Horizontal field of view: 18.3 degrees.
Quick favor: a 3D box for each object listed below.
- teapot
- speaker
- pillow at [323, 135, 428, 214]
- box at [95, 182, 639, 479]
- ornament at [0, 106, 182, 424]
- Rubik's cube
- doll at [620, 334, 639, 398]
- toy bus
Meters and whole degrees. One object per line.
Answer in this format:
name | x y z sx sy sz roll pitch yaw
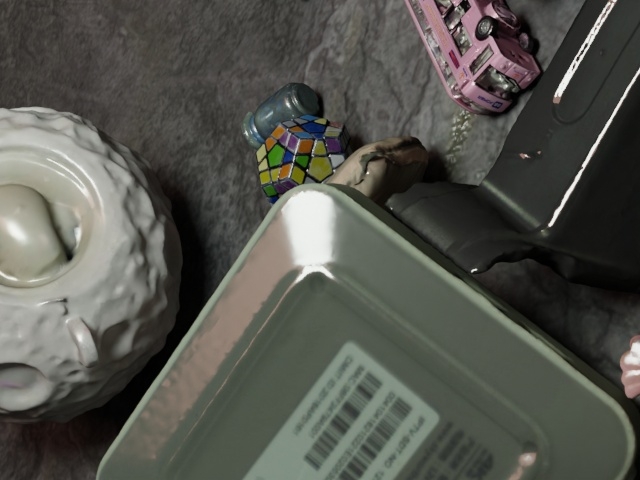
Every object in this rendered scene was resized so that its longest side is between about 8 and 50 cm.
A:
teapot | -0.035 -0.124 2.074 0.083 0.063 0.049 -33 19 38
speaker | 0.247 -0.134 1.648 0.180 0.184 0.388 39 102 49
pillow | 0.000 0.000 1.892 0.067 0.173 0.270 47 113 10
box | 0.035 0.189 1.671 0.373 0.090 0.367 37 105 13
ornament | -0.312 0.031 2.093 0.337 0.337 0.337 -23 57 40
Rubik's cube | -0.011 -0.071 1.977 0.093 0.111 0.111 -16 57 11
doll | 0.341 0.099 1.504 0.262 0.093 0.211 9 77 45
toy bus | 0.141 -0.209 1.897 0.090 0.063 0.203 -48 41 27
